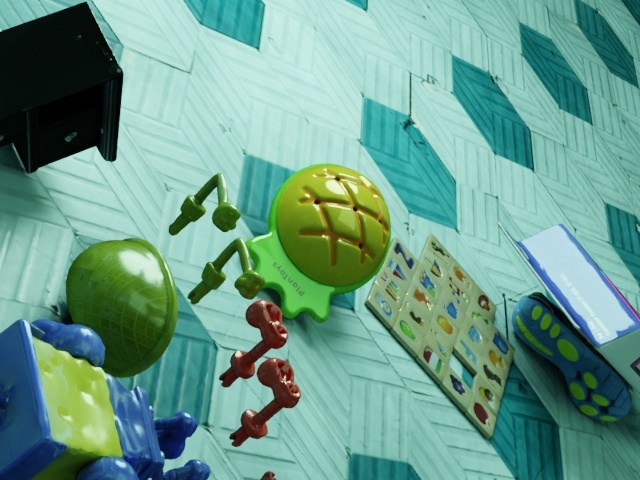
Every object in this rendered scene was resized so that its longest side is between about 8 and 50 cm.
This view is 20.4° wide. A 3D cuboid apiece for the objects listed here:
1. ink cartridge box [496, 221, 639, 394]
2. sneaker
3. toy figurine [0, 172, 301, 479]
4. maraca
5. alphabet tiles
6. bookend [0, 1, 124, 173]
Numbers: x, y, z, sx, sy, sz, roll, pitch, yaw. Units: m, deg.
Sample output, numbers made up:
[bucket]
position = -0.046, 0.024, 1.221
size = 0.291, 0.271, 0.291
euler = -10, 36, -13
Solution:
[ink cartridge box]
position = 0.337, 0.095, 2.065
size = 0.371, 0.069, 0.175
euler = 38, 15, -52
[sneaker]
position = 0.299, 0.132, 2.075
size = 0.188, 0.067, 0.078
euler = 48, 29, -7
[toy figurine]
position = -0.160, 0.090, 1.244
size = 0.217, 0.191, 0.362
euler = 21, 39, -40
[maraca]
position = 0.000, 0.000, 1.716
size = 0.127, 0.099, 0.185
euler = 43, 52, -4
[alphabet tiles]
position = 0.137, 0.085, 1.932
size = 0.198, 0.009, 0.237
euler = 48, 26, -10
[bookend]
position = -0.246, -0.101, 1.430
size = 0.157, 0.156, 0.072
euler = -22, 72, -18
